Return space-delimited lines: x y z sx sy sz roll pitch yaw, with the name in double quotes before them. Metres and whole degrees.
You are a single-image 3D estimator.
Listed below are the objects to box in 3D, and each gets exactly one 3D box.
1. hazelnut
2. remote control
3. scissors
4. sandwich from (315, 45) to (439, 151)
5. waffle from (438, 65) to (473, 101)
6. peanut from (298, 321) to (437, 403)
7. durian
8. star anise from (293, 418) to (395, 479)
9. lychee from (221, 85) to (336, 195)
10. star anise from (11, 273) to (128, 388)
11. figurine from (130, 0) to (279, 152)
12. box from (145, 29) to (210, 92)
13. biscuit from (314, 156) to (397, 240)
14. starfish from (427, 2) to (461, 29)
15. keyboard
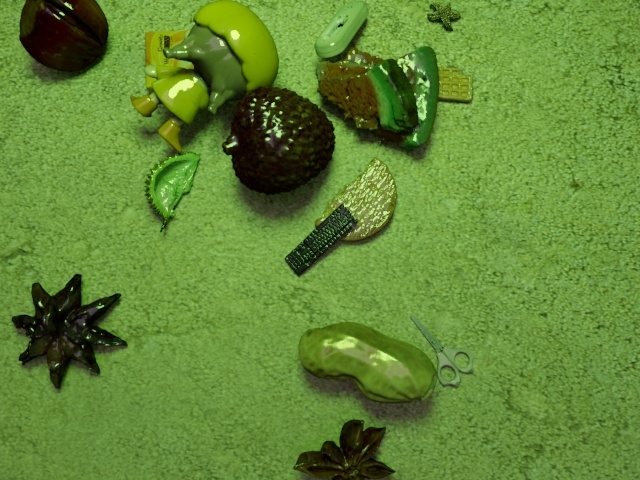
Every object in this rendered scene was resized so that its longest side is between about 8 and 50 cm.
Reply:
"hazelnut" -0.617 -0.510 0.997 0.178 0.178 0.203 32 88 4
"remote control" 0.052 -0.526 1.017 0.078 0.042 0.221 10 58 29
"scissors" 0.276 0.250 0.971 0.100 0.015 0.189 -40 82 -7
"sandwich" 0.133 -0.367 0.974 0.302 0.162 0.250 12 88 3
"waffle" 0.322 -0.401 1.053 0.135 0.021 0.092 3 82 0
"peanut" 0.101 0.266 0.906 0.306 0.147 0.146 22 83 6
"durian" -0.367 -0.130 0.986 0.100 0.086 0.215 25 81 -11
"star anise" 0.063 0.475 0.891 0.213 0.111 0.196 34 89 -4
"lychee" -0.088 -0.223 0.926 0.271 0.236 0.235 -20 82 -34
"star anise" -0.577 0.201 0.924 0.272 0.102 0.271 0 85 -2
"figurine" -0.254 -0.369 0.937 0.344 0.187 0.215 -40 119 8
"box" -0.304 -0.457 1.044 0.270 0.043 0.152 -4 83 -2
"biscuit" 0.104 -0.084 1.001 0.144 0.033 0.224 40 89 5
"starfish" 0.325 -0.589 1.076 0.091 0.028 0.078 0 80 -5
"keyboard" 0.000 0.000 0.978 0.195 0.018 0.060 -43 83 7
